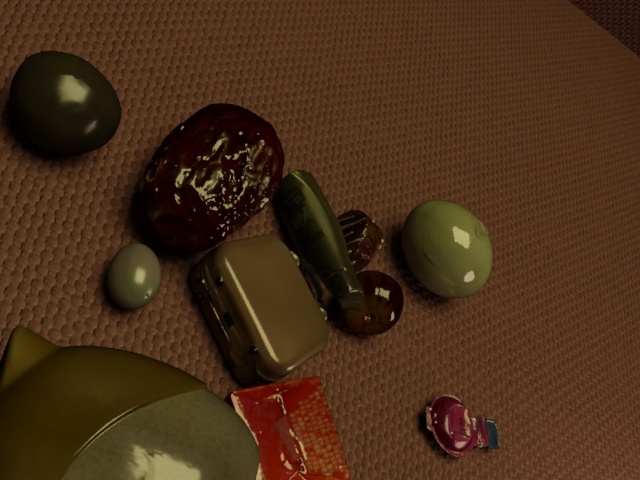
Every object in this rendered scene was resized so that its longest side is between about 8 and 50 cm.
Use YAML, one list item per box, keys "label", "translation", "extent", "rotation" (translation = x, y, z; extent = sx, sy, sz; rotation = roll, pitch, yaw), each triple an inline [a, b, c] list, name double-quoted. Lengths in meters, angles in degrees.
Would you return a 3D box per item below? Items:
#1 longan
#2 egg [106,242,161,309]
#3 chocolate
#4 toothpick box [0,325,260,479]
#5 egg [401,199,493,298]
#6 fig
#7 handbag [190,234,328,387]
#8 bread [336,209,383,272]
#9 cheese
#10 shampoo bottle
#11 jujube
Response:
- label: "longan"
  translation: [-0.500, -0.265, 1.731]
  extent: [0.220, 0.196, 0.197]
  rotation: [43, 45, -22]
- label: "egg"
  translation: [-0.361, 0.069, 1.713]
  extent: [0.103, 0.103, 0.135]
  rotation: [23, 52, -30]
- label: "chocolate"
  translation: [-0.080, 0.405, 1.756]
  extent: [0.234, 0.108, 0.238]
  rotation: [-4, 70, -43]
- label: "toothpick box"
  translation: [-0.339, 0.363, 1.344]
  extent: [0.425, 0.409, 0.409]
  rotation: [26, 49, -5]
- label: "egg"
  translation: [0.322, 0.022, 2.248]
  extent: [0.269, 0.219, 0.219]
  rotation: [48, 44, -8]
- label: "fig"
  translation: [0.127, 0.130, 2.060]
  extent: [0.202, 0.149, 0.148]
  rotation: [-52, 145, -32]
- label: "handbag"
  translation: [-0.103, 0.135, 1.869]
  extent: [0.283, 0.149, 0.302]
  rotation: [-20, 78, -44]
- label: "bread"
  translation: [0.065, 0.006, 2.076]
  extent: [0.073, 0.160, 0.161]
  rotation: [43, 43, -35]
- label: "cheese"
  translation: [0.340, 0.448, 2.124]
  extent: [0.244, 0.062, 0.155]
  rotation: [19, 55, -33]
- label: "shampoo bottle"
  translation: [0.000, 0.000, 1.997]
  extent: [0.084, 0.126, 0.350]
  rotation: [4, 47, -40]
- label: "jujube"
  translation: [-0.226, -0.138, 1.864]
  extent: [0.258, 0.258, 0.377]
  rotation: [47, 38, -8]
